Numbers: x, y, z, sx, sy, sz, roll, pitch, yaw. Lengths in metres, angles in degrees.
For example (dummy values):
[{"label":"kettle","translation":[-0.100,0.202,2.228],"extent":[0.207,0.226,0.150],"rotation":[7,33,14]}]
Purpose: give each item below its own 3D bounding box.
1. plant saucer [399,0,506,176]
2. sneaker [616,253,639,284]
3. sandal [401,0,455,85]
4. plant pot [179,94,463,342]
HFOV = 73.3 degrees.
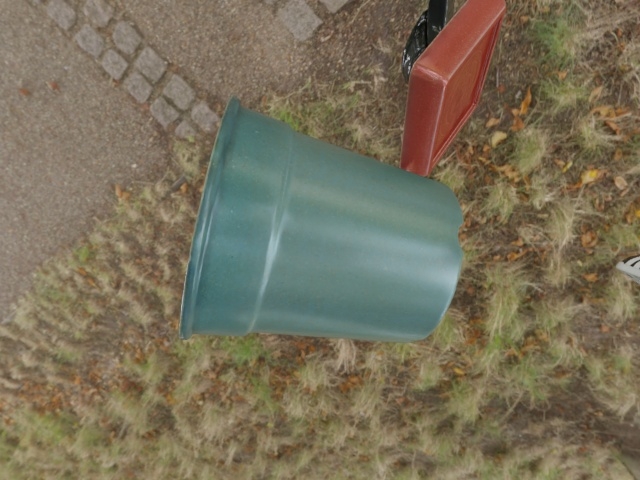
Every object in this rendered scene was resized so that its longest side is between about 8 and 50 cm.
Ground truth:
[{"label":"plant saucer","translation":[0.220,-0.247,0.715],"extent":[0.048,0.259,0.258],"rotation":[29,156,20]},{"label":"sneaker","translation":[0.678,0.036,0.837],"extent":[0.079,0.217,0.121],"rotation":[37,100,9]},{"label":"sandal","translation":[0.277,-0.534,1.117],"extent":[0.107,0.167,0.445],"rotation":[12,122,19]},{"label":"plant pot","translation":[0.000,0.000,0.639],"extent":[0.334,0.341,0.341],"rotation":[11,138,-12]}]
